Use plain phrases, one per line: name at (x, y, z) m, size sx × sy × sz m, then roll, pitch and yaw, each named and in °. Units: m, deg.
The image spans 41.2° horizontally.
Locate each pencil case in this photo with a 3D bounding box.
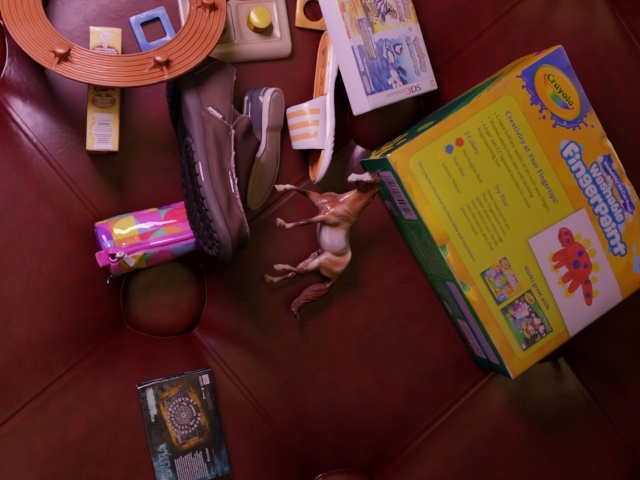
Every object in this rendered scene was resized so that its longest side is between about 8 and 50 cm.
pencil case at (-0.245, -0.010, 1.370) m, size 0.236 × 0.104 × 0.104 m, roll -18°, pitch 97°, yaw -15°

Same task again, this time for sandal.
sandal at (-0.020, -0.226, 1.429) m, size 0.076 × 0.102 × 0.265 m, roll 5°, pitch 83°, yaw -15°

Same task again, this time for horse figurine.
horse figurine at (0.000, 0.000, 1.431) m, size 0.174 × 0.066 × 0.263 m, roll -4°, pitch 117°, yaw -24°

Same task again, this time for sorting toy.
sorting toy at (-0.142, -0.395, 1.407) m, size 0.348 × 0.047 × 0.196 m, roll -9°, pitch 95°, yaw -15°

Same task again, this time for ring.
ring at (-0.308, -0.371, 1.285) m, size 0.336 × 0.032 × 0.336 m, roll 5°, pitch 62°, yaw -10°

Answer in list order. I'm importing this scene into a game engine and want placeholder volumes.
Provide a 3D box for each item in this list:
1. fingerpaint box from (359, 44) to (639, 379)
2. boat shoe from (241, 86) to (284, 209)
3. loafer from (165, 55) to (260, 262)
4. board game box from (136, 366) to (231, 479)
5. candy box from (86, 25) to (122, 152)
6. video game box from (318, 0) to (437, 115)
fingerpaint box at (0.344, -0.051, 1.500) m, size 0.371 × 0.163 × 0.445 m, roll -34°, pitch 101°, yaw -11°
boat shoe at (-0.110, -0.156, 1.432) m, size 0.065 × 0.075 × 0.206 m, roll 13°, pitch 96°, yaw 27°
loafer at (-0.149, -0.144, 1.318) m, size 0.130 × 0.134 × 0.366 m, roll -5°, pitch 69°, yaw -19°
board game box at (-0.229, 0.316, 1.426) m, size 0.126 × 0.026 × 0.186 m, roll -11°, pitch 96°, yaw -15°
candy box at (-0.338, -0.230, 1.328) m, size 0.053 × 0.109 × 0.186 m, roll 0°, pitch 93°, yaw -15°
video game box at (0.102, -0.331, 1.441) m, size 0.187 × 0.048 × 0.205 m, roll -25°, pitch 101°, yaw -43°
